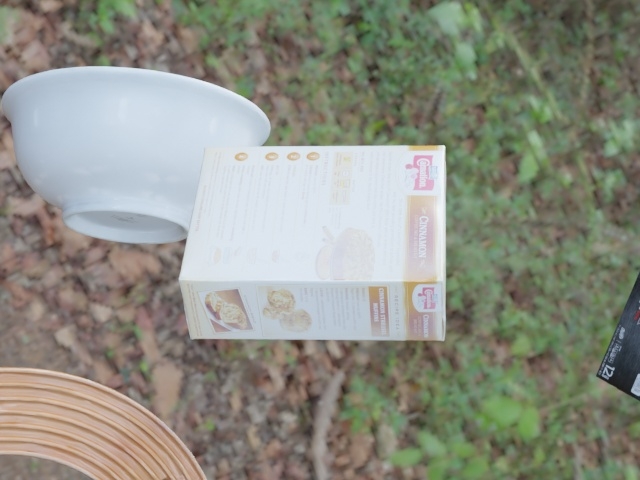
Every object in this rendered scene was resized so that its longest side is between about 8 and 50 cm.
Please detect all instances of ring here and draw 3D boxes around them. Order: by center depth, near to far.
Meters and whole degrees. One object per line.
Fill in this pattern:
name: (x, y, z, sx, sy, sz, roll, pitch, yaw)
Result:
ring: (-0.224, 0.241, 0.918, 0.336, 0.336, 0.032, 51, -10, -25)

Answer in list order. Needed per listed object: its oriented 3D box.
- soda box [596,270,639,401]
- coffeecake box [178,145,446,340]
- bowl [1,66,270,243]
soda box: (0.306, 0.056, 1.202, 0.060, 0.169, 0.053, 9, 16, -45)
coffeecake box: (0.000, 0.000, 1.017, 0.068, 0.185, 0.142, 84, 9, -45)
bowl: (-0.208, -0.077, 1.520, 0.298, 0.297, 0.134, 22, 67, -53)
